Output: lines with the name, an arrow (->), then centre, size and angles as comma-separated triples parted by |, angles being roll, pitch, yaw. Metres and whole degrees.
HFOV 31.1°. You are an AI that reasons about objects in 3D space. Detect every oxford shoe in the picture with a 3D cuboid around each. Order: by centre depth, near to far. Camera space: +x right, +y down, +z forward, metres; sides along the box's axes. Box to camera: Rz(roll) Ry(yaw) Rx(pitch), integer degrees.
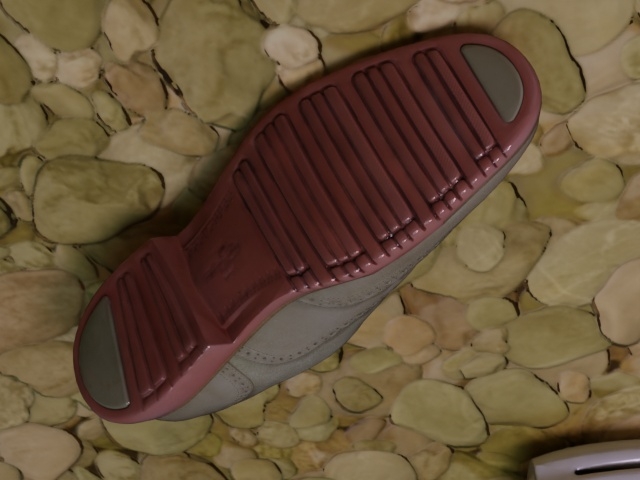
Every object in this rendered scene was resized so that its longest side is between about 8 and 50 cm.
oxford shoe -> 0.000, 0.000, 0.827 | 0.397, 0.140, 0.146 | -34, 152, 23

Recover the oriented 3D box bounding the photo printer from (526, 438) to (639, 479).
photo printer -> 0.303, 0.300, 1.053 | 0.256, 0.107, 0.307 | -1, 130, 4
